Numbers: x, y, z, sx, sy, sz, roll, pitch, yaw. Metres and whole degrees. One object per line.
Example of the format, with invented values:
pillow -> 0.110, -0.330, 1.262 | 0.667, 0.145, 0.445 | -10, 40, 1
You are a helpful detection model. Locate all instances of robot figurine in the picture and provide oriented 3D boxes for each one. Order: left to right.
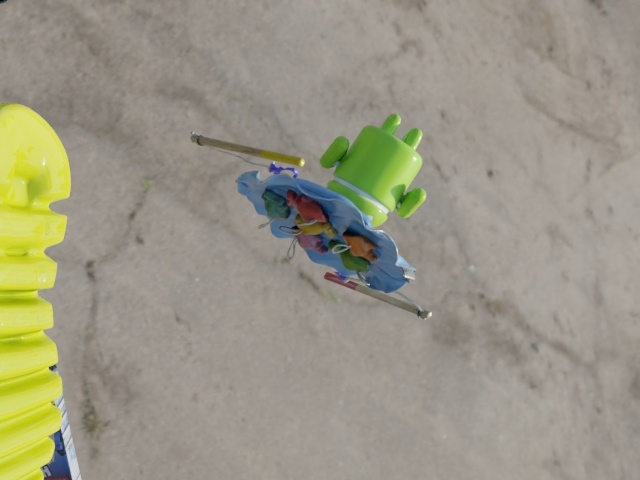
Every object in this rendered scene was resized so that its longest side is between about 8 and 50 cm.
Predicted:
robot figurine -> 0.050, -0.061, 0.904 | 0.101, 0.067, 0.115 | 33, 88, -6

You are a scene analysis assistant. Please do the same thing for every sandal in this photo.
sandal -> -0.257, 0.066, 0.656 | 0.126, 0.138, 0.317 | 23, 71, -68

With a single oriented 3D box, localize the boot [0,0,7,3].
boot -> -0.225, -0.278, 0.847 | 0.082, 0.219, 0.106 | 46, 52, -18

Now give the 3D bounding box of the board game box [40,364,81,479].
board game box -> -0.349, 0.215, 1.031 | 0.060, 0.194, 0.194 | -66, 153, -64

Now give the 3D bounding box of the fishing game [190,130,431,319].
fishing game -> 0.000, 0.000, 0.869 | 0.041, 0.189, 0.264 | -58, 141, -16
